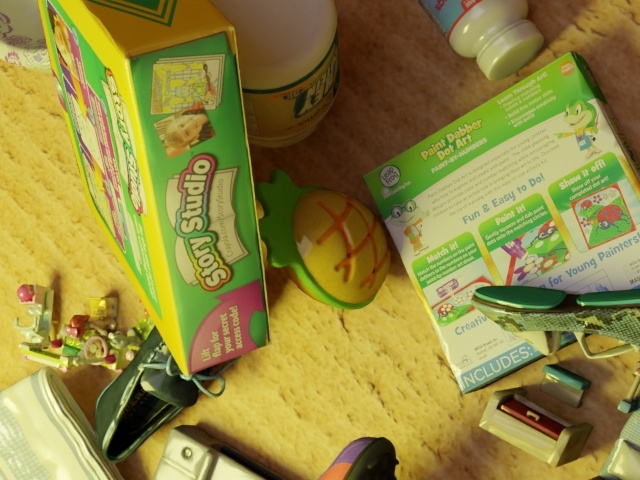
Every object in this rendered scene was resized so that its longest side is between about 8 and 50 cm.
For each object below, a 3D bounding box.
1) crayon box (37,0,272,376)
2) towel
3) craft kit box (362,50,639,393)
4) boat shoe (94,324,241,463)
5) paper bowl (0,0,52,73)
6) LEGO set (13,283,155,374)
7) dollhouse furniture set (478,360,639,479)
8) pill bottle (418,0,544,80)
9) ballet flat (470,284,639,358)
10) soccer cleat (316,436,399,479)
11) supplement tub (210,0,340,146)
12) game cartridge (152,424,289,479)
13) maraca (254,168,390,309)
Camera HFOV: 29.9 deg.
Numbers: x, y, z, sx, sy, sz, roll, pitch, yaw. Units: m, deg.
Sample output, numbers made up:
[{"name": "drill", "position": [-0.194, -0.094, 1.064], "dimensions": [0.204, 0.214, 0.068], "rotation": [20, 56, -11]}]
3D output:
[{"name": "crayon box", "position": [-0.166, -0.105, 1.167], "dimensions": [0.313, 0.106, 0.363], "rotation": [50, 154, 44]}, {"name": "towel", "position": [-0.363, 0.290, 1.422], "dimensions": [0.285, 0.034, 0.209], "rotation": [-30, 91, 28]}, {"name": "craft kit box", "position": [0.196, -0.014, 1.165], "dimensions": [0.250, 0.061, 0.246], "rotation": [-30, 76, 24]}, {"name": "boat shoe", "position": [-0.156, 0.153, 1.317], "dimensions": [0.258, 0.109, 0.089], "rotation": [-54, 26, 28]}, {"name": "paper bowl", "position": [-0.274, -0.328, 1.383], "dimensions": [0.284, 0.148, 0.284], "rotation": [-2, 86, 28]}, {"name": "LEGO set", "position": [-0.240, 0.091, 1.364], "dimensions": [0.287, 0.107, 0.132], "rotation": [-13, 81, 27]}, {"name": "dollhouse furniture set", "position": [0.249, 0.152, 1.083], "dimensions": [0.184, 0.129, 0.129], "rotation": [26, 99, 27]}, {"name": "pill bottle", "position": [0.148, -0.239, 1.183], "dimensions": [0.087, 0.087, 0.160], "rotation": [-41, 70, 20]}, {"name": "ballet flat", "position": [0.225, 0.076, 1.082], "dimensions": [0.188, 0.070, 0.070], "rotation": [1, 87, 32]}, {"name": "soccer cleat", "position": [-0.034, 0.313, 1.182], "dimensions": [0.116, 0.109, 0.318], "rotation": [34, 105, 30]}, {"name": "supplement tub", "position": [-0.053, -0.186, 1.207], "dimensions": [0.144, 0.199, 0.144], "rotation": [-1, 74, 2]}, {"name": "game cartridge", "position": [-0.054, 0.376, 1.277], "dimensions": [0.355, 0.068, 0.230], "rotation": [24, 94, 27]}, {"name": "maraca", "position": [0.000, 0.000, 1.197], "dimensions": [0.099, 0.186, 0.127], "rotation": [-25, 53, 35]}]
